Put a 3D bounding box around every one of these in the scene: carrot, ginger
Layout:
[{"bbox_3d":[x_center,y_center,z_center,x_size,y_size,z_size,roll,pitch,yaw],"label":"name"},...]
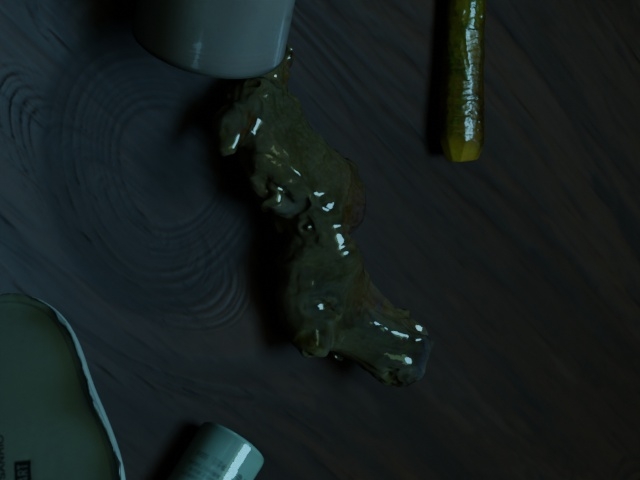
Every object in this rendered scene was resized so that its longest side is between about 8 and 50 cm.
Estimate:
[{"bbox_3d":[0.115,-0.149,1.436,0.042,0.042,0.171,-8,104,-44],"label":"carrot"},{"bbox_3d":[-0.001,-0.002,1.338,0.290,0.084,0.122,64,34,-28],"label":"ginger"}]

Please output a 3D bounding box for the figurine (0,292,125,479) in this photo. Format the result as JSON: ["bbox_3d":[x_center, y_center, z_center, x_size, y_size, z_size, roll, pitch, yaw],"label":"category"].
[{"bbox_3d":[-0.178,0.169,1.162,0.141,0.166,0.250,34,60,-68],"label":"figurine"}]

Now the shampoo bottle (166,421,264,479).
[{"bbox_3d":[-0.112,0.224,1.279,0.195,0.056,0.056,-56,132,-20],"label":"shampoo bottle"}]

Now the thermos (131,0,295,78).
[{"bbox_3d":[-0.072,-0.218,1.161,0.105,0.137,0.193,-57,164,-57],"label":"thermos"}]
